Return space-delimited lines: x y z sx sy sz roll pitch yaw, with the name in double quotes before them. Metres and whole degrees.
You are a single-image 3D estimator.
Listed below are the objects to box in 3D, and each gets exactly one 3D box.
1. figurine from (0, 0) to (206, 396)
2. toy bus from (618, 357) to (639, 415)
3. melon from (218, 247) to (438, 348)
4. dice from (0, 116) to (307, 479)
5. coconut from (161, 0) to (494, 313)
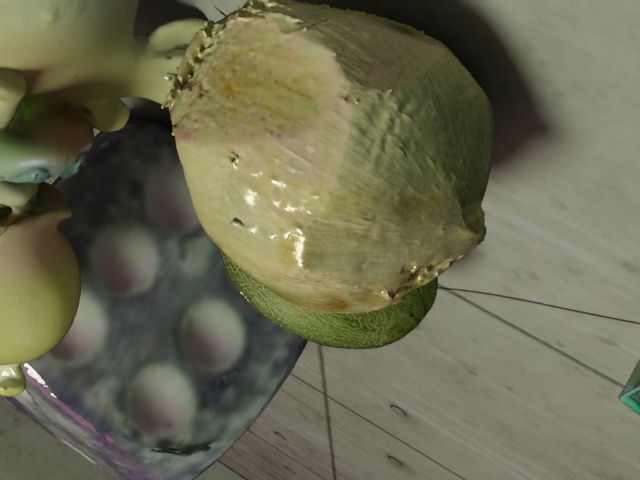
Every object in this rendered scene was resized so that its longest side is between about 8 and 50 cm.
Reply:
"figurine" -0.198 -0.074 0.674 0.226 0.274 0.394 42 130 53
"toy bus" 0.249 0.042 0.491 0.091 0.109 0.262 36 156 5
"melon" 0.000 0.000 0.728 0.192 0.139 0.139 41 158 -7
"dice" -0.183 0.065 0.949 0.270 0.270 0.271 42 157 -15
"coconut" 0.014 -0.046 0.570 0.194 0.194 0.194 30 157 14
